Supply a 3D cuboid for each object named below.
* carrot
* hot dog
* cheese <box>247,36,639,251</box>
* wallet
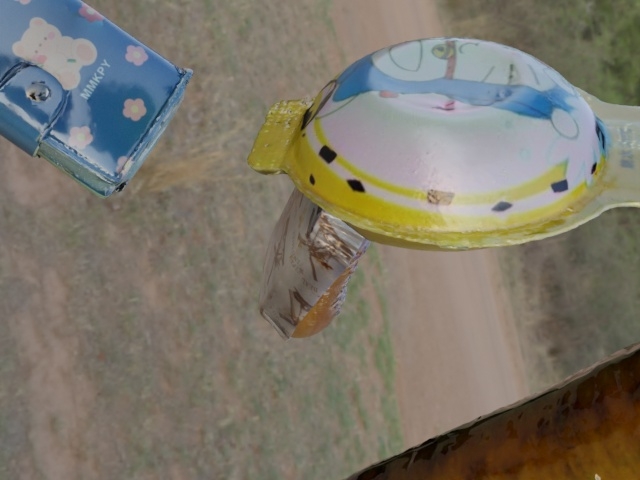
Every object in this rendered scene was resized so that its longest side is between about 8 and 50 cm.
[{"bbox_3d":[0.061,0.106,0.411,0.066,0.314,0.066,35,40,-36],"label":"carrot"},{"bbox_3d":[0.000,0.000,0.644,0.191,0.059,0.108,118,-23,-60],"label":"hot dog"},{"bbox_3d":[0.094,-0.041,0.410,0.157,0.250,0.064,-73,167,-51],"label":"cheese"},{"bbox_3d":[-0.225,-0.141,0.816,0.141,0.202,0.059,-59,-169,-13],"label":"wallet"}]
